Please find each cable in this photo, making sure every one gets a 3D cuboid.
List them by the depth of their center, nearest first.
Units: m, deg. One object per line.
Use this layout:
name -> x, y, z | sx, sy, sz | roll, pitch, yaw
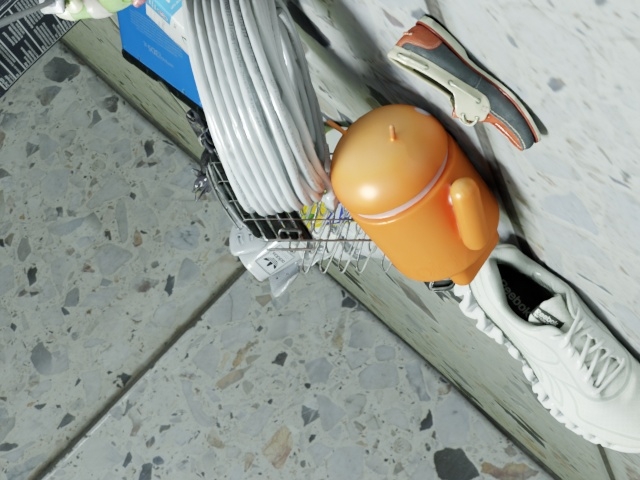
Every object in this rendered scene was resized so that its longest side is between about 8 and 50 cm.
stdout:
cable -> -0.061, -0.152, 1.145 | 0.257, 0.089, 0.257 | 34, -139, -79

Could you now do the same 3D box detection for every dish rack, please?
dish rack -> 0.009, -0.032, 1.303 | 0.271, 0.074, 0.208 | 1, -147, -27

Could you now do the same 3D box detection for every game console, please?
game console -> -0.164, -0.288, 1.731 | 0.293, 0.173, 0.250 | 38, 141, 44

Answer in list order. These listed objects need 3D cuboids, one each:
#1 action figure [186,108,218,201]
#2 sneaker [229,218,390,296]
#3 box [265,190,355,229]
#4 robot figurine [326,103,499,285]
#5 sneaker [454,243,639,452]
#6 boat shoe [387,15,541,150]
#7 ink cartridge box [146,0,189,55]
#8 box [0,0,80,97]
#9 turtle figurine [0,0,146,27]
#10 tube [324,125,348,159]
action figure -> -0.134, -0.146, 1.855 | 0.141, 0.164, 0.276 | 26, -158, -27
sneaker -> 0.000, 0.000, 1.724 | 0.137, 0.210, 0.366 | 48, 173, -36
box -> 0.011, -0.049, 1.515 | 0.054, 0.169, 0.059 | -158, 61, -77
robot figurine -> 0.095, -0.046, 1.149 | 0.219, 0.128, 0.158 | 47, -160, -37
sneaker -> 0.267, 0.115, 1.263 | 0.292, 0.110, 0.118 | 43, 165, 9
boat shoe -> 0.114, -0.115, 0.916 | 0.137, 0.043, 0.049 | 43, 173, -3
ink cartridge box -> -0.118, -0.248, 1.416 | 0.191, 0.082, 0.139 | 46, 174, -5
box -> -0.556, -0.440, 2.046 | 0.183, 0.294, 0.296 | 43, 174, 5
turtle figurine -> -0.182, -0.293, 0.989 | 0.266, 0.274, 0.198 | -139, 39, -68
tube -> 0.010, -0.122, 1.569 | 0.062, 0.070, 0.240 | 22, 180, -10
